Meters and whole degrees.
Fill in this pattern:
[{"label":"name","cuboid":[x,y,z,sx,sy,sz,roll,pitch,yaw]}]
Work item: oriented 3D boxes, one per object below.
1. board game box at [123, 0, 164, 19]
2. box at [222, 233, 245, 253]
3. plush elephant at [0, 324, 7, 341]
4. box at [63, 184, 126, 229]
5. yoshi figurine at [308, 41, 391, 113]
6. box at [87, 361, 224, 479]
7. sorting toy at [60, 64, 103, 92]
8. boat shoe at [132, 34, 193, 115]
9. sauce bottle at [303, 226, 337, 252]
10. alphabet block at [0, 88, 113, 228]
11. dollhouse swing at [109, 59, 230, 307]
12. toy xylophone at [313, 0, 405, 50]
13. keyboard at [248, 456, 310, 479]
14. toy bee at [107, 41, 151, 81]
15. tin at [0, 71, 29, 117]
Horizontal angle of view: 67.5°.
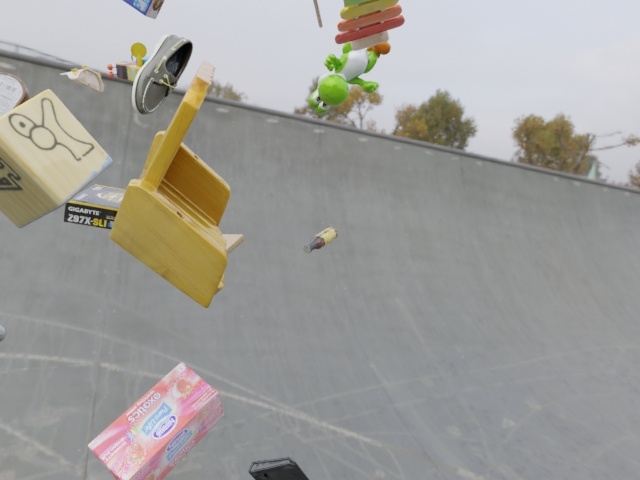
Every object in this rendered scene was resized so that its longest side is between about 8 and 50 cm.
[{"label":"board game box","cuboid":[-0.424,-0.702,1.001,0.318,0.318,0.066,32,17,-6]},{"label":"box","cuboid":[-0.343,0.040,1.416,0.165,0.021,0.201,1,31,34]},{"label":"plush elephant","cuboid":[-1.196,0.293,1.523,0.272,0.330,0.255,37,1,-32]},{"label":"box","cuboid":[-0.662,-0.106,1.589,0.257,0.079,0.322,11,12,-13]},{"label":"yoshi figurine","cuboid":[0.103,-0.617,1.753,0.204,0.362,0.203,39,1,18]},{"label":"box","cuboid":[-0.416,0.494,1.252,0.154,0.142,0.300,30,51,25]},{"label":"sorting toy","cuboid":[-0.586,-0.396,1.164,0.075,0.044,0.083,6,-3,18]},{"label":"boat shoe","cuboid":[-0.507,-0.535,1.544,0.091,0.304,0.109,12,-19,19]},{"label":"sauce bottle","cuboid":[0.000,0.000,1.375,0.042,0.042,0.128,14,29,32]},{"label":"alphabet block","cuboid":[-0.620,-0.174,1.037,0.194,0.197,0.192,-19,30,30]},{"label":"dollhouse swing","cuboid":[-0.222,-0.128,0.969,0.315,0.305,0.346,43,13,-25]},{"label":"toy xylophone","cuboid":[0.098,-0.631,1.285,0.237,0.081,0.323,-17,-11,11]},{"label":"keyboard","cuboid":[-0.059,0.422,0.808,0.108,0.180,0.023,-18,32,12]},{"label":"toy bee","cuboid":[-0.665,-0.594,1.717,0.299,0.195,0.162,8,25,44]},{"label":"tin","cuboid":[-0.830,-0.345,1.220,0.106,0.189,0.040,23,-20,-9]}]
